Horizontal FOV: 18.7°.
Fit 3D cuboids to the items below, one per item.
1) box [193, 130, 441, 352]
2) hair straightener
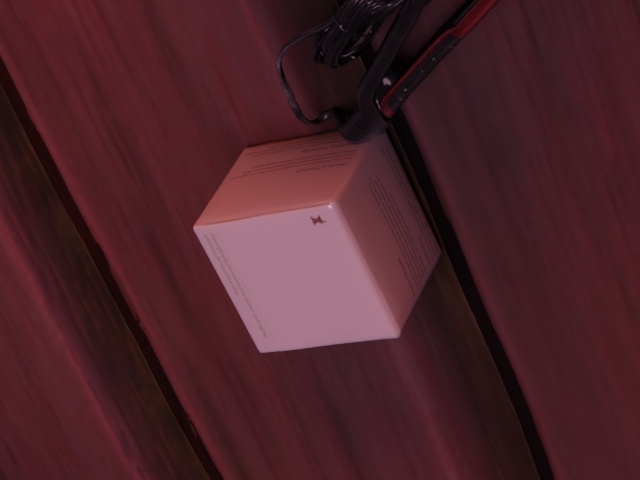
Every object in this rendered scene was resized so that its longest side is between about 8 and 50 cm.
[{"bbox_3d":[0.000,0.000,1.154,0.102,0.087,0.101,-9,122,30],"label":"box"},{"bbox_3d":[0.042,-0.134,1.064,0.089,0.047,0.230,36,137,-6],"label":"hair straightener"}]
